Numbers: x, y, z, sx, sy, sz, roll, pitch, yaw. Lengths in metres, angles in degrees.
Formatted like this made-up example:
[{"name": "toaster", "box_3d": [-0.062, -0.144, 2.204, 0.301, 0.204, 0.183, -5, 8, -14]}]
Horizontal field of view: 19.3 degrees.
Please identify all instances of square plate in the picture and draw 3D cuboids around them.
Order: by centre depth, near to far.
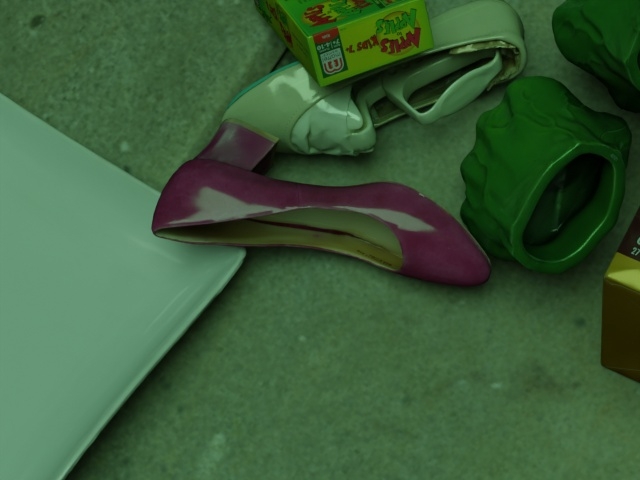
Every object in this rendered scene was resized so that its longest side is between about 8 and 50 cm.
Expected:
[{"name": "square plate", "box_3d": [-0.289, 0.055, 1.431, 0.347, 0.049, 0.344, 32, 69, 18]}]

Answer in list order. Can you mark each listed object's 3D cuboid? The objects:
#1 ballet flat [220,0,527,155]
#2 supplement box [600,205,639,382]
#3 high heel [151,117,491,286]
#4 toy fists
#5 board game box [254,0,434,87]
[{"name": "ballet flat", "box_3d": [0.046, -0.113, 1.443, 0.248, 0.086, 0.086, -24, 68, -1]}, {"name": "supplement box", "box_3d": [0.295, 0.002, 1.308, 0.129, 0.191, 0.194, 25, 73, 16]}, {"name": "high heel", "box_3d": [0.000, 0.000, 1.388, 0.244, 0.082, 0.117, 29, 57, 7]}, {"name": "toy fists", "box_3d": [0.201, -0.106, 1.373, 0.279, 0.096, 0.142, -58, 29, 12]}, {"name": "board game box", "box_3d": [0.012, -0.181, 1.438, 0.092, 0.043, 0.181, -20, 29, -8]}]
